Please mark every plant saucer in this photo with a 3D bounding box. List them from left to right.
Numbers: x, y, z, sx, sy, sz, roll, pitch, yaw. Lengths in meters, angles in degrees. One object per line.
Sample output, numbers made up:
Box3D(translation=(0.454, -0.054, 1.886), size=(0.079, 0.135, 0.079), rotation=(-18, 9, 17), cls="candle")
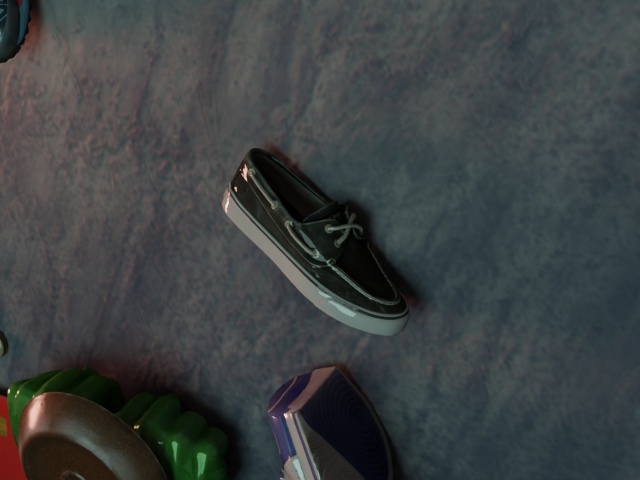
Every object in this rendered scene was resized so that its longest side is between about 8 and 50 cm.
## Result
Box3D(translation=(-0.248, 0.250, 1.368), size=(0.198, 0.036, 0.199), rotation=(17, 129, 22), cls="plant saucer")

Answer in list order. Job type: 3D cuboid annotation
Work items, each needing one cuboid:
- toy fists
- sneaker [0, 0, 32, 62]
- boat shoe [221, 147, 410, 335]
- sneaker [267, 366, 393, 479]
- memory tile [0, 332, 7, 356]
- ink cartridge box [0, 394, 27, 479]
Box3D(translation=(-0.221, 0.218, 1.418), size=(0.279, 0.096, 0.142), rotation=(14, 128, 26), cls="toy fists")
Box3D(translation=(-0.390, -0.293, 1.299), size=(0.104, 0.125, 0.262), rotation=(-19, 98, 37), cls="sneaker")
Box3D(translation=(0.000, 0.000, 1.198), size=(0.219, 0.077, 0.070), rotation=(40, 126, 15), cls="boat shoe")
Box3D(translation=(-0.002, 0.299, 1.288), size=(0.182, 0.127, 0.316), rotation=(-20, 99, 34), cls="sneaker")
Box3D(translation=(-0.439, 0.088, 1.553), size=(0.113, 0.012, 0.148), rotation=(-26, 93, 37), cls="memory tile")
Box3D(translation=(-0.476, 0.294, 1.616), size=(0.296, 0.066, 0.261), rotation=(13, 116, 32), cls="ink cartridge box")
